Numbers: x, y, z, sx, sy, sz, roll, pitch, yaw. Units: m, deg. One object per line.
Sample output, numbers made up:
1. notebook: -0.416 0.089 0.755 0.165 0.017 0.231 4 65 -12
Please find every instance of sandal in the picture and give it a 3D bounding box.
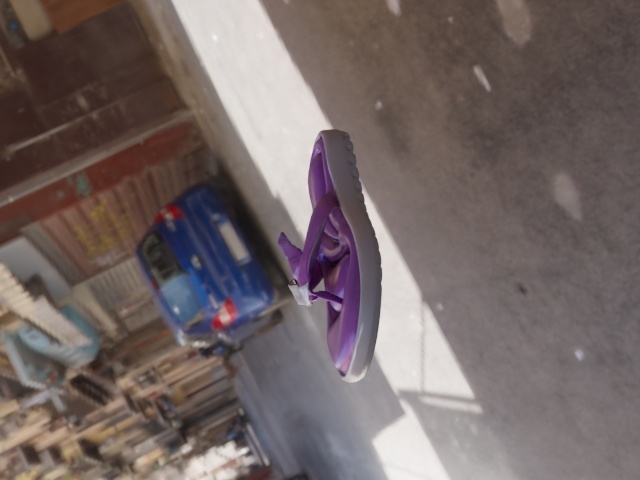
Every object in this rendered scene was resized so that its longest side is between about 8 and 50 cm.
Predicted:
1. sandal: -0.002 0.013 1.165 0.416 0.102 0.169 -98 13 -56
